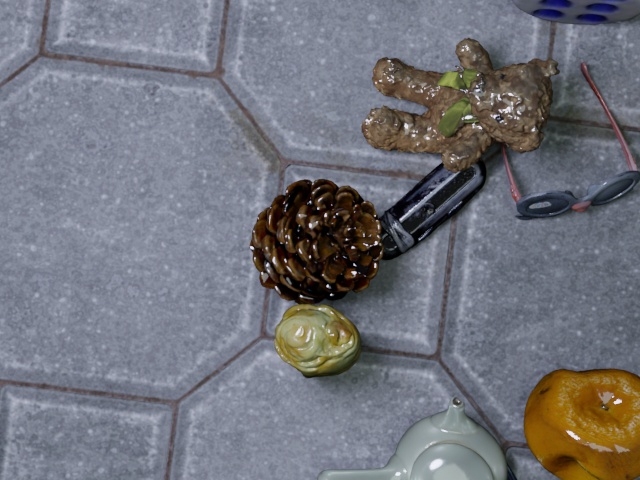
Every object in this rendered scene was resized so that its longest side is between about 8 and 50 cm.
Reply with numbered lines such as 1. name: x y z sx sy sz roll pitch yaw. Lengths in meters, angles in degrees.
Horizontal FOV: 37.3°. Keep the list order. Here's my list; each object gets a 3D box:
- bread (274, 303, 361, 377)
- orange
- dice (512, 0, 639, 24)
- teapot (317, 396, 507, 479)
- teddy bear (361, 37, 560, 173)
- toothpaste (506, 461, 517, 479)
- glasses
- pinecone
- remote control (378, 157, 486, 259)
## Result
1. bread: -0.004 0.173 1.636 0.152 0.267 0.129 3 83 1
2. orange: 0.486 0.330 1.679 0.249 0.249 0.183 0 133 0
3. dice: 0.466 -0.529 1.657 0.243 0.259 0.251 7 89 1
4. teapot: 0.176 0.435 1.687 0.318 0.149 0.220 -30 85 2
5. teddy bear: 0.237 -0.238 1.657 0.296 0.222 0.246 12 77 -5
6. toothpaste: 0.340 0.429 1.754 0.037 0.021 0.139 -29 91 5
7. glasses: 0.446 -0.179 1.761 0.234 0.118 0.268 -13 69 1
8. pinecone: 0.000 0.000 1.653 0.224 0.272 0.224 8 76 -31
9. remote control: 0.196 -0.063 1.738 0.266 0.066 0.090 -41 88 -2
